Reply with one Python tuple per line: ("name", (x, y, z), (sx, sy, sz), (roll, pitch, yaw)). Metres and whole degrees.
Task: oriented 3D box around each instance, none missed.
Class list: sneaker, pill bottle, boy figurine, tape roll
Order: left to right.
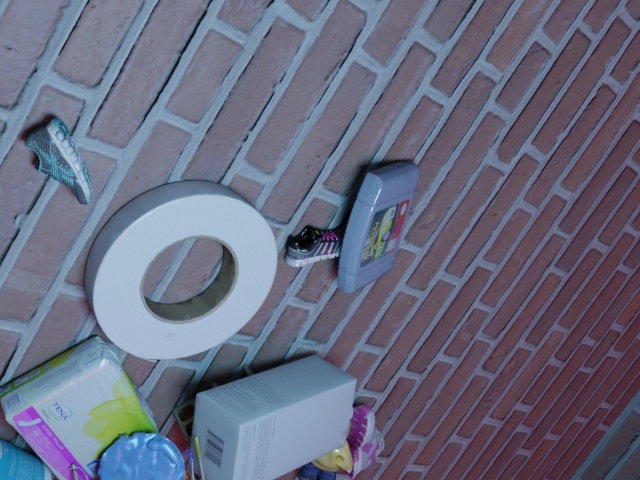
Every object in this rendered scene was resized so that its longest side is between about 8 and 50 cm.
("pill bottle", (-0.640, 0.478, 1.471), (0.146, 0.146, 0.264), (-42, 133, -3))
("sneaker", (-0.446, -0.128, 1.267), (0.076, 0.065, 0.166), (-18, 126, -2))
("tape roll", (-0.274, 0.067, 1.495), (0.392, 0.072, 0.392), (-18, 128, -24))
("sneaker", (0.000, 0.000, 1.639), (0.170, 0.063, 0.075), (-20, 135, -16))
("boy figurine", (0.007, 0.538, 1.929), (0.092, 0.177, 0.285), (-51, 158, -48))
("sneaker", (0.121, 0.548, 2.072), (0.111, 0.103, 0.252), (-16, 133, -30))

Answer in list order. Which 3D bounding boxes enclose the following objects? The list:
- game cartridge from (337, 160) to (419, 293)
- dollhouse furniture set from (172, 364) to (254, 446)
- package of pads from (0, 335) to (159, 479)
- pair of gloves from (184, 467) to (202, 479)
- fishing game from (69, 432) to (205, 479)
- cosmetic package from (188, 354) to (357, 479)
("game cartridge", (0.125, -0.026, 1.668), (0.196, 0.060, 0.294), (-20, 131, -47))
("dollhouse furniture set", (-0.275, 0.485, 1.716), (0.374, 0.152, 0.201), (-28, 131, -16))
("package of pads", (-0.483, 0.359, 1.528), (0.229, 0.101, 0.296), (-30, 132, -13))
("pair of gloves", (-0.321, 0.593, 1.856), (0.083, 0.010, 0.074), (-8, 123, -31))
("fishing game", (-0.373, 0.488, 1.540), (0.264, 0.041, 0.189), (-14, 93, -10))
("cosmetic package", (-0.099, 0.409, 1.669), (0.365, 0.155, 0.197), (-9, 115, -47))
